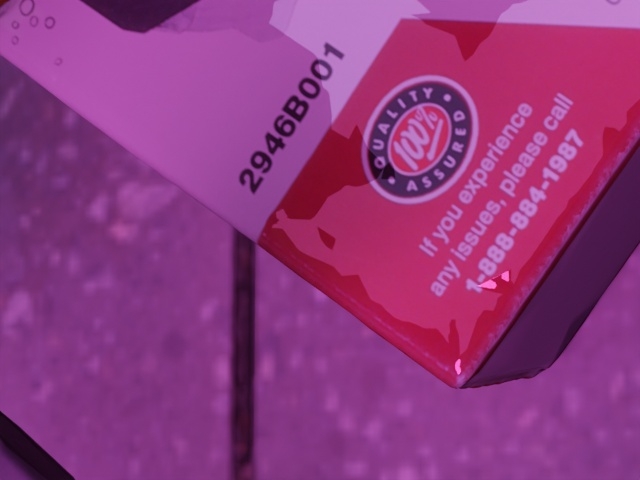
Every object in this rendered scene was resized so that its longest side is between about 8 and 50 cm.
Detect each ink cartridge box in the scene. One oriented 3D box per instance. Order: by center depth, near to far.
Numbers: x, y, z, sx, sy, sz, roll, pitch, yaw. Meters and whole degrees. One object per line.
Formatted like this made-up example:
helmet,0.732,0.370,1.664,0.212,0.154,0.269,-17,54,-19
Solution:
ink cartridge box,-0.005,-0.119,0.531,0.273,0.114,0.197,36,99,15

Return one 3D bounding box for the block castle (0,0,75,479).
block castle,0.000,0.000,0.364,0.303,0.213,0.453,45,108,0
